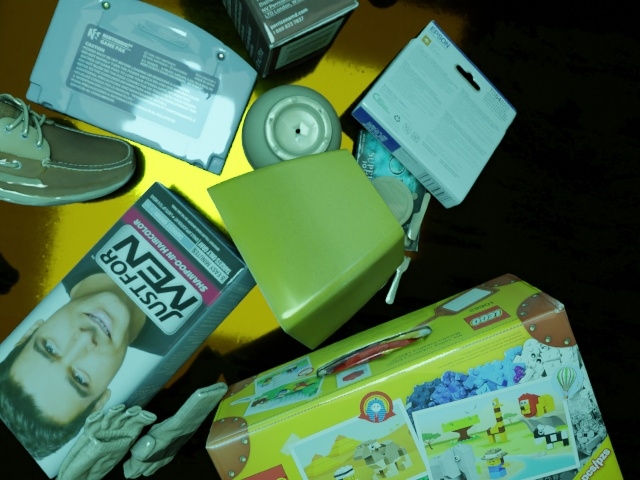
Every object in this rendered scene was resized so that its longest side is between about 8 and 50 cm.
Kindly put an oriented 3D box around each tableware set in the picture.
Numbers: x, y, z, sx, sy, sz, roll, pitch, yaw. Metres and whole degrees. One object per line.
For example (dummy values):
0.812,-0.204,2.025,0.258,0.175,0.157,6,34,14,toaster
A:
0.086,-0.008,0.833,0.128,0.039,0.194,21,86,1,tableware set

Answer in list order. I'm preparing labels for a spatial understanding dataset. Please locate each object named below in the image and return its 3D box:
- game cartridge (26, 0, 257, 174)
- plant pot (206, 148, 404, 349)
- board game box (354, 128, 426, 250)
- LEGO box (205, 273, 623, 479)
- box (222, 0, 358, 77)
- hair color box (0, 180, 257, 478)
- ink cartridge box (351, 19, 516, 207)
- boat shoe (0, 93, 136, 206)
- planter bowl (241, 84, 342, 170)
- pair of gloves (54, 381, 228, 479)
-0.254,-0.241,0.776,0.294,0.060,0.196,22,95,-11,game cartridge
0.000,0.000,0.716,0.187,0.212,0.212,-31,70,-1,plant pot
0.112,-0.081,0.862,0.126,0.026,0.186,7,94,-10,board game box
0.146,0.326,0.784,0.500,0.193,0.373,-23,99,2,LEGO box
-0.106,-0.440,0.712,0.143,0.191,0.382,-27,98,-6,box
-0.281,0.121,0.746,0.185,0.113,0.374,42,88,11,hair color box
0.191,-0.205,0.840,0.223,0.045,0.224,43,66,-10,ink cartridge box
-0.410,-0.124,0.685,0.324,0.123,0.116,-3,136,-28,boat shoe
-0.038,-0.162,0.789,0.162,0.109,0.162,-1,95,-10,planter bowl
-0.260,0.286,0.739,0.042,0.240,0.204,46,113,24,pair of gloves
